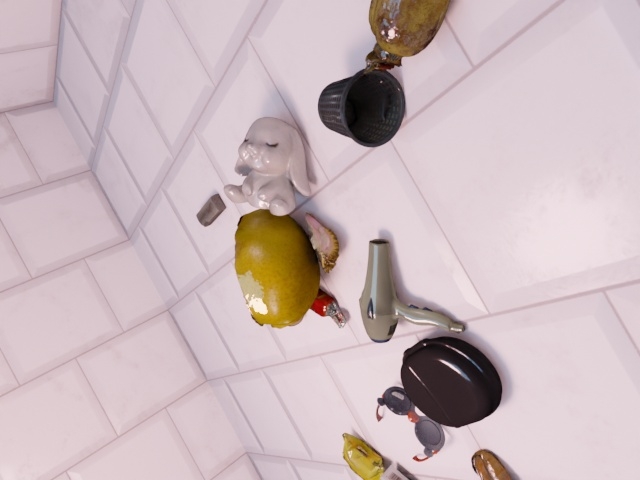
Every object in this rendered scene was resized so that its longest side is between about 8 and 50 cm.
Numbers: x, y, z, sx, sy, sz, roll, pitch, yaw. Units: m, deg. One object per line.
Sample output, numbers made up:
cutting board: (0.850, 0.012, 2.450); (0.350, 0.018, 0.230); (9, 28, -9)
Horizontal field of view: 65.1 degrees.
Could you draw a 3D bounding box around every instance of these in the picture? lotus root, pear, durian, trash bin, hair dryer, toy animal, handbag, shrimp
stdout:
lotus root: (0.164, -0.440, 0.981); (0.154, 0.154, 0.278); (45, 140, 23)
pear: (-0.108, 0.071, 1.574); (0.192, 0.340, 0.386); (-17, 69, 19)
durian: (0.009, -0.007, 1.535); (0.140, 0.079, 0.224); (69, -179, -63)
trash bin: (0.078, -0.311, 1.169); (0.161, 0.176, 0.175); (25, 132, 54)
hair dryer: (0.217, 0.129, 1.365); (0.298, 0.119, 0.295); (-15, 97, 38)
toy animal: (-0.155, -0.236, 1.496); (0.272, 0.206, 0.264); (16, 117, 28)
handbag: (0.337, 0.380, 1.346); (0.253, 0.093, 0.308); (49, 144, 8)
shrimp: (0.514, 0.704, 1.386); (0.117, 0.066, 0.262); (102, 145, -62)

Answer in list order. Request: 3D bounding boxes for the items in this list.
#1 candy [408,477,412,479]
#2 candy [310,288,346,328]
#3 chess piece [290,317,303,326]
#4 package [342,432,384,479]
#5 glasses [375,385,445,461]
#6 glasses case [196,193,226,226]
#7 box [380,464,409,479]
candy: (0.333, 0.844, 1.752); (0.083, 0.023, 0.025); (7, 127, 61)
candy: (-0.019, 0.202, 1.722); (0.292, 0.059, 0.086); (32, 134, 35)
chess piece: (-0.199, 0.208, 1.912); (0.307, 0.139, 0.124); (25, 98, 45)
package: (0.163, 0.836, 1.897); (0.226, 0.090, 0.168); (32, 139, 39)
glasses: (0.259, 0.613, 1.600); (0.234, 0.118, 0.268); (42, 141, 24)
glasses case: (-0.453, -0.120, 2.065); (0.070, 0.047, 0.205); (60, 145, 1)
box: (0.325, 0.912, 1.739); (0.243, 0.067, 0.155); (28, 146, 39)
